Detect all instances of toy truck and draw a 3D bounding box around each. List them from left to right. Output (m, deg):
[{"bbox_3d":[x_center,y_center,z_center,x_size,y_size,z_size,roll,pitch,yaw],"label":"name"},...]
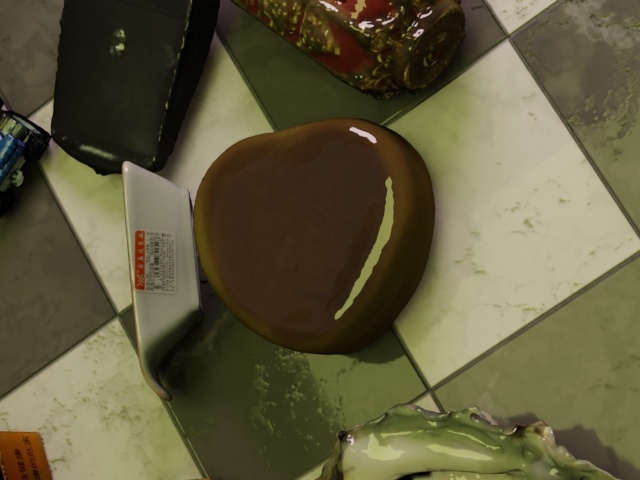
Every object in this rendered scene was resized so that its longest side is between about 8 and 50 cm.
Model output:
[{"bbox_3d":[-0.406,-0.122,1.717,0.208,0.126,0.113,35,96,23],"label":"toy truck"}]

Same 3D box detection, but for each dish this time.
[{"bbox_3d":[-0.153,0.043,1.597,0.064,0.154,0.234,-5,81,-3],"label":"dish"}]

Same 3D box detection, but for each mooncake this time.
[{"bbox_3d":[0.000,0.000,1.546,0.234,0.117,0.235,-2,84,22],"label":"mooncake"}]

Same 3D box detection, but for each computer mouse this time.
[{"bbox_3d":[-0.188,-0.211,1.669,0.168,0.087,0.295,21,105,29],"label":"computer mouse"}]

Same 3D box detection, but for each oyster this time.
[{"bbox_3d":[0.136,0.265,1.466,0.351,0.115,0.238,9,95,27],"label":"oyster"}]

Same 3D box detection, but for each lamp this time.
[{"bbox_3d":[0.013,-0.256,1.549,0.274,0.177,0.177,40,98,22],"label":"lamp"}]

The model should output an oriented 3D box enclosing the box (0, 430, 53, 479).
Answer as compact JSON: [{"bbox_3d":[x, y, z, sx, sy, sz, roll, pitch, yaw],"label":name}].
[{"bbox_3d":[-0.347,0.267,1.582,0.070,0.237,0.152,-24,75,20],"label":"box"}]

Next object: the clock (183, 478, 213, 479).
[{"bbox_3d":[-0.132,0.346,1.564,0.143,0.096,0.202,-28,75,13],"label":"clock"}]
